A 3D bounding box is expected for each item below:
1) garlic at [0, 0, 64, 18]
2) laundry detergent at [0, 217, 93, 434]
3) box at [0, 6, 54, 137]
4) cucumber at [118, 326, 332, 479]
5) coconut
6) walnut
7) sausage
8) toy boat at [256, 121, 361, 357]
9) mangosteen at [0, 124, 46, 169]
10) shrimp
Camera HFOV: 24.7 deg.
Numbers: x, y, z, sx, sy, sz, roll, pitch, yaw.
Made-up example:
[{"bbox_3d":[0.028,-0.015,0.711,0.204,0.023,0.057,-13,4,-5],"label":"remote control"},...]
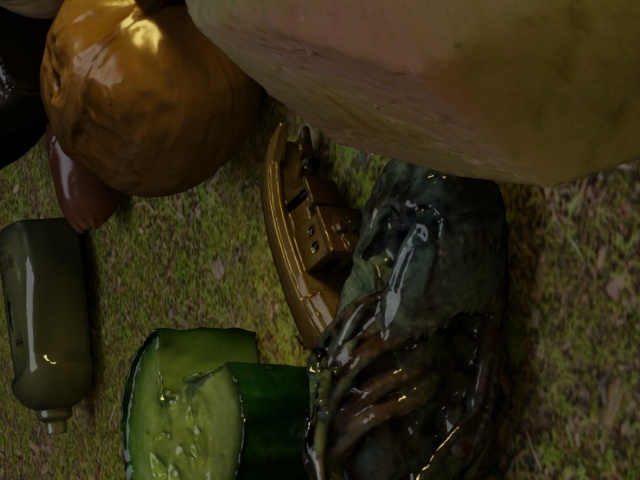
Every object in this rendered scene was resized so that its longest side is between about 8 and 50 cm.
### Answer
[{"bbox_3d":[-0.241,-0.347,1.306,0.241,0.322,0.321,43,131,42],"label":"garlic"},{"bbox_3d":[-0.331,0.106,1.758,0.181,0.091,0.253,-17,79,63],"label":"laundry detergent"},{"bbox_3d":[-0.336,-0.250,1.460,0.143,0.184,0.273,-24,90,33],"label":"box"},{"bbox_3d":[-0.080,0.171,1.251,0.191,0.130,0.191,12,104,57],"label":"cucumber"},{"bbox_3d":[0.082,-0.192,0.717,0.353,0.353,0.352,15,107,61],"label":"coconut"},{"bbox_3d":[-0.148,-0.138,1.268,0.221,0.195,0.195,-52,49,47],"label":"walnut"},{"bbox_3d":[-0.270,-0.224,1.601,0.088,0.088,0.433,-2,94,63],"label":"sausage"},{"bbox_3d":[0.000,0.000,1.141,0.072,0.064,0.206,-39,58,41],"label":"toy boat"},{"bbox_3d":[-0.438,-0.213,1.708,0.297,0.293,0.297,13,111,37],"label":"mangosteen"},{"bbox_3d":[0.041,0.114,0.961,0.137,0.172,0.372,8,94,57],"label":"shrimp"}]
